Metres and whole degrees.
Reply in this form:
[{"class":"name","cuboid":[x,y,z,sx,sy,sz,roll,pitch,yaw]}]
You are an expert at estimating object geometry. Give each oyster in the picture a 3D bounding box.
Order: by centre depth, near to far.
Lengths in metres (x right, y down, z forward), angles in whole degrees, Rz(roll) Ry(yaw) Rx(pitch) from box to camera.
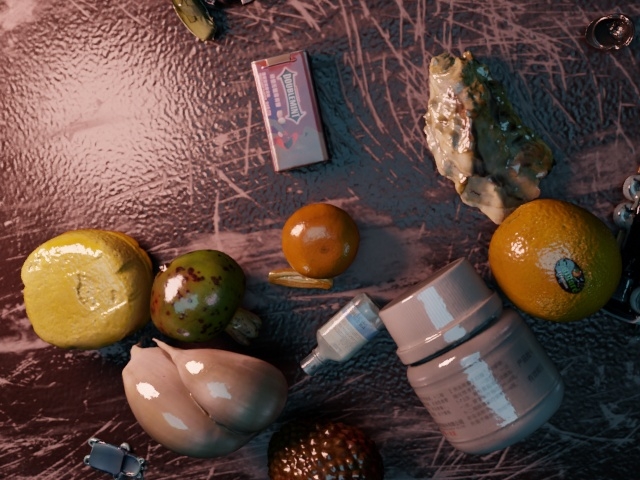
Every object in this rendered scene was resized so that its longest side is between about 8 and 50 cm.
[{"class":"oyster","cuboid":[0.306,-0.197,1.099,0.201,0.107,0.354,-37,91,6]}]

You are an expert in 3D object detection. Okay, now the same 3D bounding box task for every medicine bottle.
[{"class":"medicine bottle","cuboid":[0.274,0.209,1.080,0.245,0.245,0.306,-33,85,10]},{"class":"medicine bottle","cuboid":[0.044,0.203,1.204,0.208,0.054,0.090,-43,92,11]}]

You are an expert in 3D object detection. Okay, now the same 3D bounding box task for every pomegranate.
[{"class":"pomegranate","cuboid":[-0.227,0.128,1.168,0.248,0.202,0.202,41,100,-17]}]

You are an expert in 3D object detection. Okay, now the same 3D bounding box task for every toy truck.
[{"class":"toy truck","cuboid":[0.649,0.033,1.073,0.184,0.133,0.338,13,96,-11]}]

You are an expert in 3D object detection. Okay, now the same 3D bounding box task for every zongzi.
[{"class":"zongzi","cuboid":[-0.251,-0.451,1.126,0.055,0.119,0.109,-38,91,-3]}]

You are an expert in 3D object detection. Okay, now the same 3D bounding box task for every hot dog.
[{"class":"hot dog","cuboid":[-0.041,0.079,1.212,0.137,0.028,0.044,4,123,9]}]

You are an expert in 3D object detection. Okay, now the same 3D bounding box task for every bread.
[{"class":"bread","cuboid":[-0.487,0.105,1.211,0.270,0.148,0.269,1,101,5]}]

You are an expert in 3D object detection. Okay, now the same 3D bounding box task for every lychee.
[{"class":"lychee","cuboid":[0.010,0.474,1.160,0.271,0.236,0.235,30,100,25]}]

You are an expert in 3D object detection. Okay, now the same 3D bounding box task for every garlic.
[{"class":"garlic","cuboid":[-0.230,0.272,1.132,0.340,0.246,0.231,34,117,2]}]

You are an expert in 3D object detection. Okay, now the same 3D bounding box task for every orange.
[{"class":"orange","cuboid":[0.429,0.038,1.056,0.236,0.236,0.236,1,97,7]},{"class":"orange","cuboid":[0.000,0.000,1.151,0.156,0.124,0.156,-2,109,-5]}]

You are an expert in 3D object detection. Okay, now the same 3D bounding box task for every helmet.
[{"class":"helmet","cuboid":[0.544,-0.394,1.071,0.084,0.049,0.065,18,134,30]}]

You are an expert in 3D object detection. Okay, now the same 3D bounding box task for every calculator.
[{"class":"calculator","cuboid":[-0.473,0.504,1.322,0.141,0.019,0.094,18,99,3]}]

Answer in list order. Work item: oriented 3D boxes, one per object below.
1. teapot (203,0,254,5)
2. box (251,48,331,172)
[{"class":"teapot","cuboid":[-0.203,-0.514,1.131,0.177,0.087,0.096,26,104,3]},{"class":"box","cuboid":[-0.057,-0.256,1.152,0.120,0.069,0.224,-13,96,8]}]
